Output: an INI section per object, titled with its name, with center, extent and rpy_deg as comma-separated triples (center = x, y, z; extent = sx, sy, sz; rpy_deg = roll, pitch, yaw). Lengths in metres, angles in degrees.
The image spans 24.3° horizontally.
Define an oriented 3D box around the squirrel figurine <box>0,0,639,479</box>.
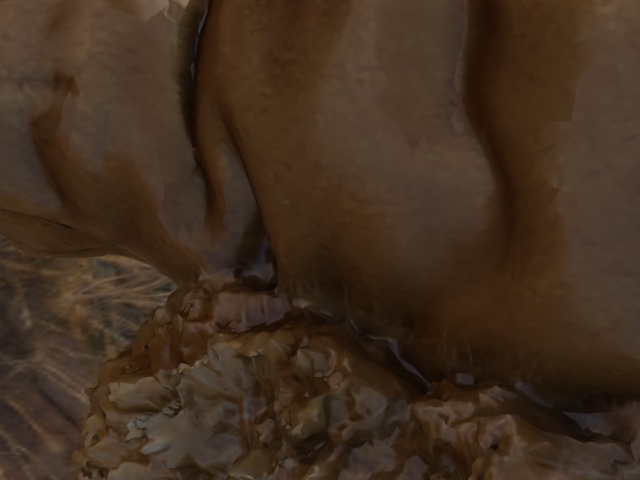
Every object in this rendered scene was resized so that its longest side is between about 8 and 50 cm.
[squirrel figurine]
center = 0.000, 0.000, 0.565
extent = 0.370, 0.281, 0.397
rpy_deg = 3, 80, 11
